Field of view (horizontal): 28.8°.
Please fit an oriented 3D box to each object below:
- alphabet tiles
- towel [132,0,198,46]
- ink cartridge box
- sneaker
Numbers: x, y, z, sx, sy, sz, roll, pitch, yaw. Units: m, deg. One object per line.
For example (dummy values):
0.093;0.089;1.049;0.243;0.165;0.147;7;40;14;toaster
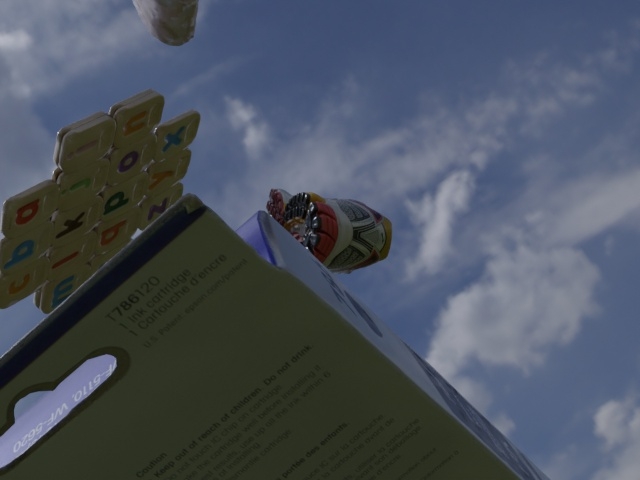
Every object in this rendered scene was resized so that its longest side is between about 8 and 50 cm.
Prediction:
-0.248;-0.040;1.382;0.278;0.021;0.284;-34;-25;-40;alphabet tiles
-0.168;-0.348;0.925;0.053;0.317;0.332;-24;-15;-13;towel
-0.018;0.105;0.479;0.165;0.065;0.333;-39;-46;6;ink cartridge box
0.000;0.000;1.178;0.092;0.225;0.088;7;-88;-18;sneaker
